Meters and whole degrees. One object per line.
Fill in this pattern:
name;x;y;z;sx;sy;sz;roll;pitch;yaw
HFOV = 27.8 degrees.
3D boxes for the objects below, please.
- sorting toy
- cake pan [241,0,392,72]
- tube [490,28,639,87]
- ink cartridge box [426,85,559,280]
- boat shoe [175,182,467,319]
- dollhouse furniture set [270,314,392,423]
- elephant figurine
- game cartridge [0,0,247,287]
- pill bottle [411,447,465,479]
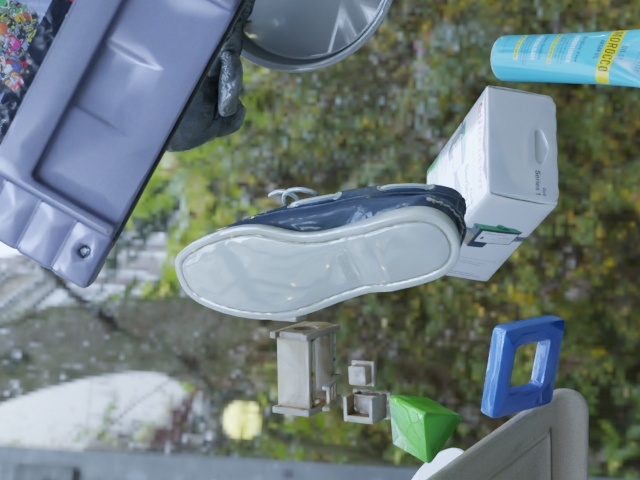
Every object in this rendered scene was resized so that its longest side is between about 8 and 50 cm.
sorting toy;0.108;0.212;0.902;0.196;0.047;0.347;-23;-60;-35
cake pan;-0.028;-0.381;1.803;0.054;0.293;0.293;-20;-67;-74
tube;0.285;-0.200;1.421;0.052;0.207;0.080;36;-111;-43
ink cartridge box;0.211;-0.069;1.624;0.219;0.093;0.160;120;156;-59
boat shoe;0.000;0.000;1.095;0.095;0.255;0.079;65;-155;-24
dollhouse furniture set;0.028;0.139;1.722;0.101;0.161;0.181;-12;-77;-59
elephant figurine;-0.159;-0.240;1.711;0.239;0.169;0.186;-57;46;49
game cartridge;-0.224;-0.163;1.154;0.355;0.230;0.068;-61;4;10
pill bottle;0.202;0.311;1.260;0.264;0.146;0.146;40;-147;-20
